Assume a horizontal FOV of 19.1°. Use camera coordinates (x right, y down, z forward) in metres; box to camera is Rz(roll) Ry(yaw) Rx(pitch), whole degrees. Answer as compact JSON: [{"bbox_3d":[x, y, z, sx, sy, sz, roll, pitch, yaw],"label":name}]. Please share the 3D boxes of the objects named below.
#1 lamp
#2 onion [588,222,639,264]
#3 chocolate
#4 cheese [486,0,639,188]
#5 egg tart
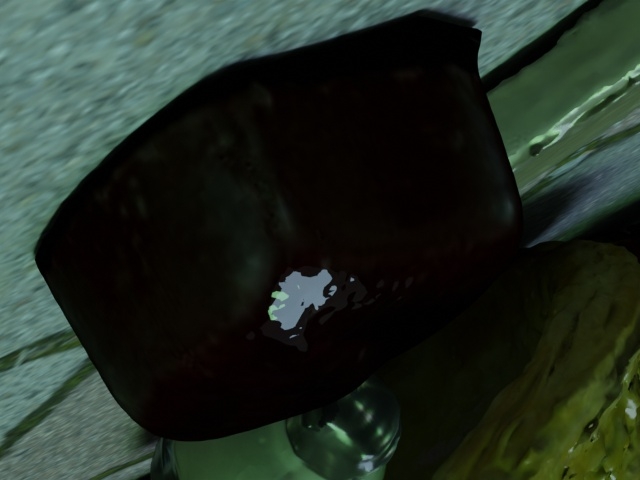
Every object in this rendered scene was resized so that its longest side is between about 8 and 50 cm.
[{"bbox_3d":[-0.029,0.108,0.916,0.101,0.101,0.250,-24,175,-28],"label":"lamp"},{"bbox_3d":[0.226,0.110,1.199,0.276,0.276,0.276,-28,170,-6],"label":"onion"},{"bbox_3d":[0.000,0.000,0.531,0.148,0.080,0.125,-27,170,-6],"label":"chocolate"},{"bbox_3d":[0.143,-0.088,0.619,0.400,0.034,0.085,-35,168,28],"label":"cheese"},{"bbox_3d":[0.081,0.129,0.989,0.294,0.123,0.294,-46,-167,13],"label":"egg tart"}]
